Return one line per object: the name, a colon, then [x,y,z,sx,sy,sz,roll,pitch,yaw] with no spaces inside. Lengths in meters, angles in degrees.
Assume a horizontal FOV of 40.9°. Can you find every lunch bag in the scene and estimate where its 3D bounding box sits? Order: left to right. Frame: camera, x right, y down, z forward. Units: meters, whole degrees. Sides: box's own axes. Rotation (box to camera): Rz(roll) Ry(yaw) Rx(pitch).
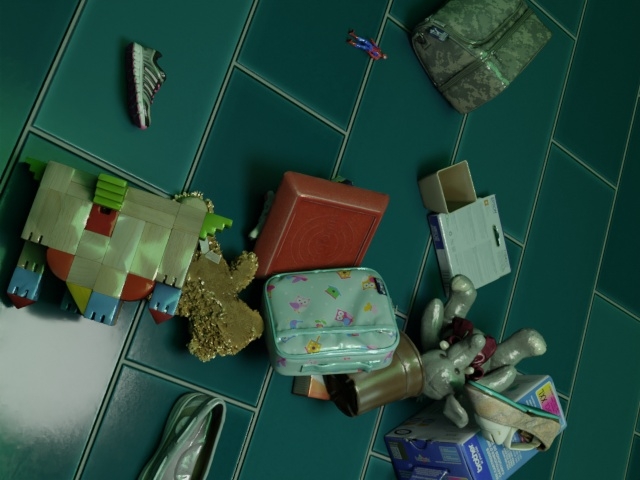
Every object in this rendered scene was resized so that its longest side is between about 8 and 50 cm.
lunch bag: [0.023,0.169,1.762,0.279,0.108,0.224,-3,49,-12]
lunch bag: [0.392,-0.503,2.149,0.256,0.212,0.305,48,60,-6]

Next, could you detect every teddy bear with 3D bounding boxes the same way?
teddy bear: [-0.245,0.070,1.714,0.338,0.113,0.245,52,53,-14]

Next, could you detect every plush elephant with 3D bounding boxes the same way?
plush elephant: [0.303,0.267,1.937,0.272,0.255,0.330,46,102,8]

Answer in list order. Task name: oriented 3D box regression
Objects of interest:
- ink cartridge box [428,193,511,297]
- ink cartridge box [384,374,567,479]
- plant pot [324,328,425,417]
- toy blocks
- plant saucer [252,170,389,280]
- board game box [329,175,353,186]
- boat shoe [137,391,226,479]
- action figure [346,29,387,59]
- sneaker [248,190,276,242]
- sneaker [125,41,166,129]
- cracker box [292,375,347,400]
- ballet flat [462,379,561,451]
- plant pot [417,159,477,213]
ink cartridge box: [0.386,0.011,2.206,0.224,0.045,0.223,-19,99,-37]
ink cartridge box: [0.343,0.464,2.011,0.395,0.270,0.151,-24,97,-35]
plant pot: [0.110,0.289,1.841,0.165,0.167,0.167,-20,99,-30]
toy blocks: [-0.378,0.032,1.522,0.381,0.191,0.261,18,81,-6]
plant saucer: [0.000,0.000,1.818,0.259,0.048,0.258,12,114,-27]
board game box: [0.011,-0.037,1.889,0.141,0.048,0.170,-29,130,-32]
boat shoe: [-0.270,0.452,1.661,0.118,0.103,0.320,33,69,-31]
action figure: [0.115,-0.460,2.043,0.115,0.030,0.038,23,69,-35]
sneaker: [-0.109,-0.062,1.846,0.161,0.057,0.075,-40,94,-30]
sneaker: [-0.335,-0.302,1.677,0.075,0.063,0.170,-2,84,-30]
cracker box: [0.034,0.242,1.920,0.156,0.067,0.232,16,77,-36]
ballet flat: [0.404,0.389,1.828,0.316,0.107,0.106,26,87,-34]
plant pot: [0.305,-0.128,2.122,0.109,0.096,0.109,-23,101,-34]
